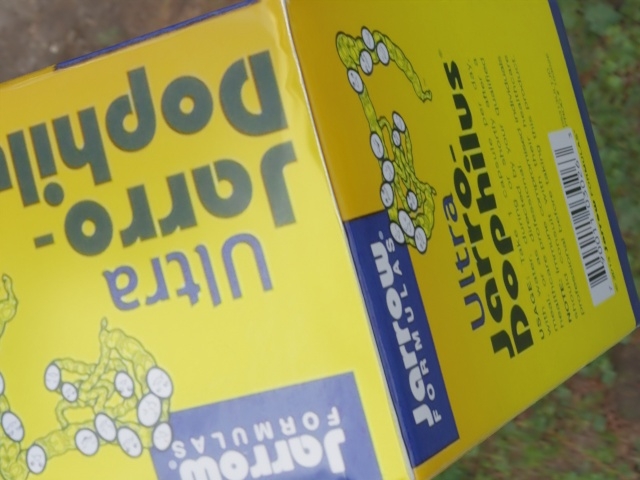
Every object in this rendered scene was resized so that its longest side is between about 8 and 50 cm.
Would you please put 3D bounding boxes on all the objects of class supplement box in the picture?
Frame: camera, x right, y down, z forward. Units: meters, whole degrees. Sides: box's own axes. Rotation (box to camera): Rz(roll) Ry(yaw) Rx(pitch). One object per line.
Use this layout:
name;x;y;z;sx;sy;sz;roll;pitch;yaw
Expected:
supplement box;0.000;0.000;0.809;0.194;0.356;0.195;-15;91;25
